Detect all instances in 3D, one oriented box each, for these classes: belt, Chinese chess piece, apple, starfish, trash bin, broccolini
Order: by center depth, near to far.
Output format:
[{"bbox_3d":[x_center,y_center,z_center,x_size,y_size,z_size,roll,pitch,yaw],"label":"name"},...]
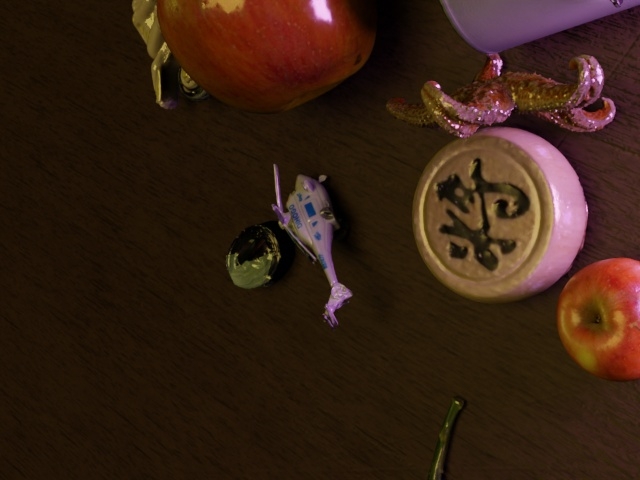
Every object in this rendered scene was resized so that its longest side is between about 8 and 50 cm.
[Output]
[{"bbox_3d":[0.304,-0.384,1.315,0.262,0.217,0.277,-14,43,38],"label":"trash bin"},{"bbox_3d":[0.398,0.106,1.328,0.163,0.139,0.163,-6,82,51],"label":"apple"},{"bbox_3d":[0.250,-0.196,1.360,0.312,0.303,0.113,-2,102,-1],"label":"starfish"},{"bbox_3d":[0.256,-0.036,1.455,0.257,0.104,0.257,2,94,38],"label":"Chinese chess piece"},{"bbox_3d":[-0.078,-0.359,1.565,0.339,0.339,0.339,3,94,39],"label":"apple"},{"bbox_3d":[0.187,0.359,1.578,0.054,0.051,0.239,22,99,43],"label":"broccolini"},{"bbox_3d":[-0.106,0.028,1.786,0.140,0.058,0.105,-43,72,29],"label":"belt"}]

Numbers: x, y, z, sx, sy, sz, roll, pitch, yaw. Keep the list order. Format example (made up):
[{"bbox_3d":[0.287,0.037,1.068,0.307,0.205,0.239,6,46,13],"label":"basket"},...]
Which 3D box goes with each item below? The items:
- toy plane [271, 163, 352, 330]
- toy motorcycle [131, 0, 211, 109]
[{"bbox_3d":[-0.003,-0.004,1.635,0.107,0.182,0.273,-26,38,4],"label":"toy plane"},{"bbox_3d":[-0.269,-0.417,1.863,0.223,0.108,0.341,-5,88,39],"label":"toy motorcycle"}]
